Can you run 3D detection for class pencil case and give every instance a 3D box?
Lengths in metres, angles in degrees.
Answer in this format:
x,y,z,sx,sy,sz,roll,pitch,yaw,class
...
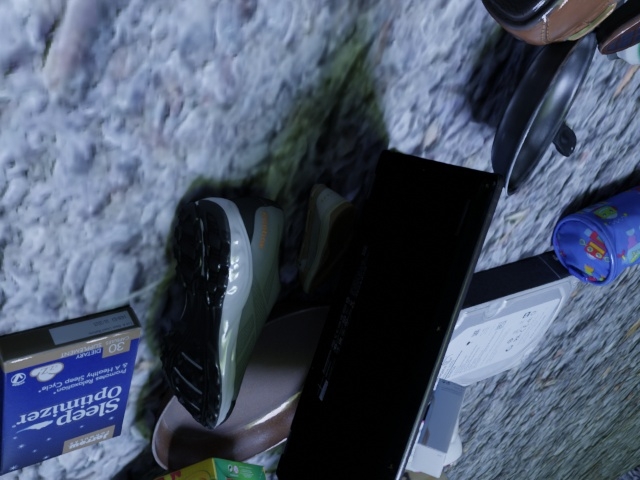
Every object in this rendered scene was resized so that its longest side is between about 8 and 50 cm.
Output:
x,y,z,sx,sy,sz,roll,pitch,yaw,class
0.511,-0.024,1.285,0.306,0.119,0.133,-20,127,-24,pencil case

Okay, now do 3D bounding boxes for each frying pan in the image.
x,y,z,sx,sy,sz,roll,pitch,yaw,class
0.270,-0.159,0.930,0.326,0.053,0.197,-32,147,-56,frying pan

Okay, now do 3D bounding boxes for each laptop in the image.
x,y,z,sx,sy,sz,roll,pitch,yaw,class
0.126,0.122,0.875,0.236,0.408,0.382,16,95,-17,laptop

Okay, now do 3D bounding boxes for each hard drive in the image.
x,y,z,sx,sy,sz,roll,pitch,yaw,class
0.245,0.145,1.291,0.338,0.064,0.237,-11,138,-34,hard drive

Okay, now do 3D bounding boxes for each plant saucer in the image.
x,y,z,sx,sy,sz,roll,pitch,yaw,class
-0.077,0.179,1.032,0.310,0.050,0.311,-25,144,-19,plant saucer

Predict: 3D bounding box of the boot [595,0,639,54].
x,y,z,sx,sy,sz,roll,pitch,yaw,class
0.348,-0.288,0.828,0.219,0.106,0.082,-37,165,5,boot

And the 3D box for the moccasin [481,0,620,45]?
x,y,z,sx,sy,sz,roll,pitch,yaw,class
0.304,-0.321,0.700,0.147,0.139,0.380,-1,134,-50,moccasin

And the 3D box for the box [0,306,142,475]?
x,y,z,sx,sy,sz,roll,pitch,yaw,class
-0.267,0.169,0.849,0.136,0.036,0.225,-13,141,-34,box

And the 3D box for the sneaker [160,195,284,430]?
x,y,z,sx,sy,sz,roll,pitch,yaw,class
-0.090,0.079,0.825,0.108,0.100,0.272,-17,130,-44,sneaker

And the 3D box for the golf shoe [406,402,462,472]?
x,y,z,sx,sy,sz,roll,pitch,yaw,class
0.102,0.332,1.367,0.306,0.115,0.140,-13,113,-29,golf shoe

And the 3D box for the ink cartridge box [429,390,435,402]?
x,y,z,sx,sy,sz,roll,pitch,yaw,class
0.049,0.285,1.183,0.160,0.092,0.219,-28,155,-43,ink cartridge box

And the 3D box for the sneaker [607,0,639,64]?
x,y,z,sx,sy,sz,roll,pitch,yaw,class
0.531,-0.278,0.936,0.410,0.182,0.158,-30,146,-13,sneaker

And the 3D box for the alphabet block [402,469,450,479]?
x,y,z,sx,sy,sz,roll,pitch,yaw,class
0.135,0.517,1.523,0.197,0.193,0.192,-18,141,-27,alphabet block

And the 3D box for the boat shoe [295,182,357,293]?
x,y,z,sx,sy,sz,roll,pitch,yaw,class
-0.001,0.001,0.899,0.056,0.048,0.153,-34,156,-29,boat shoe

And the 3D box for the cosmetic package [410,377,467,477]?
x,y,z,sx,sy,sz,roll,pitch,yaw,class
0.157,0.246,1.082,0.115,0.041,0.060,-59,163,-46,cosmetic package

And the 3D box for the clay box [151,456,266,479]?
x,y,z,sx,sy,sz,roll,pitch,yaw,class
-0.192,0.345,1.062,0.222,0.053,0.127,-26,151,18,clay box
